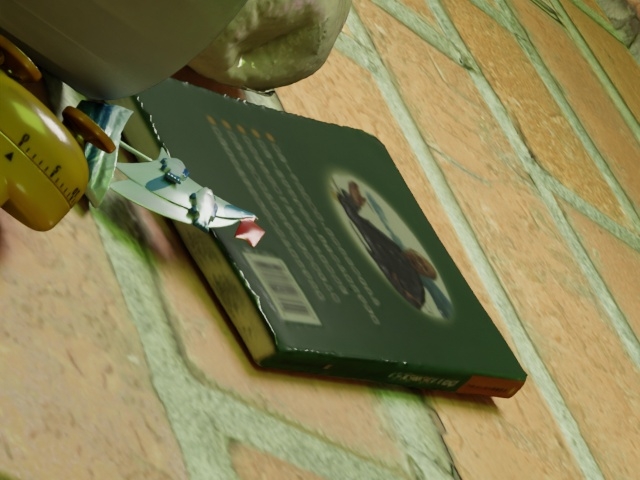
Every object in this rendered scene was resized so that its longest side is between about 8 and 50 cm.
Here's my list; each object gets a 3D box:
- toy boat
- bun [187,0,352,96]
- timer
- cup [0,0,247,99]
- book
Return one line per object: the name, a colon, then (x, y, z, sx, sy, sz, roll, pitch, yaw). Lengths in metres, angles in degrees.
toy boat: (-0.112, -0.033, 1.283, 0.149, 0.034, 0.105, 45, 32, 4)
bun: (-0.086, -0.244, 1.576, 0.273, 0.168, 0.273, 35, 20, -15)
timer: (-0.185, -0.044, 1.107, 0.107, 0.109, 0.107, 40, -11, 9)
cup: (-0.177, -0.266, 1.215, 0.323, 0.236, 0.327, 2, -27, 48)
book: (0.000, 0.000, 1.478, 0.371, 0.043, 0.260, 14, 40, -57)
